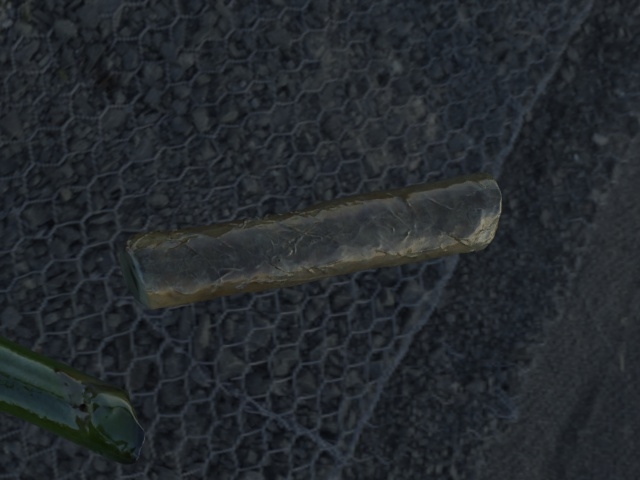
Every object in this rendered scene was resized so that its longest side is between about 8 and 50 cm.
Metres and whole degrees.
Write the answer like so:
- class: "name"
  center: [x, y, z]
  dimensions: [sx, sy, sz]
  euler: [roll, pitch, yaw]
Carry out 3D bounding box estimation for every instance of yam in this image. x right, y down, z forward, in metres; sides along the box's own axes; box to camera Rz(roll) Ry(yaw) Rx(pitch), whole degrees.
- class: "yam"
  center: [0.000, 0.000, 0.815]
  dimensions: [0.357, 0.081, 0.081]
  euler: [-10, 88, -19]

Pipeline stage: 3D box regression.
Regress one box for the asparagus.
- class: "asparagus"
  center: [-0.336, 0.140, 0.952]
  dimensions: [0.343, 0.082, 0.085]
  euler: [23, 41, 2]
